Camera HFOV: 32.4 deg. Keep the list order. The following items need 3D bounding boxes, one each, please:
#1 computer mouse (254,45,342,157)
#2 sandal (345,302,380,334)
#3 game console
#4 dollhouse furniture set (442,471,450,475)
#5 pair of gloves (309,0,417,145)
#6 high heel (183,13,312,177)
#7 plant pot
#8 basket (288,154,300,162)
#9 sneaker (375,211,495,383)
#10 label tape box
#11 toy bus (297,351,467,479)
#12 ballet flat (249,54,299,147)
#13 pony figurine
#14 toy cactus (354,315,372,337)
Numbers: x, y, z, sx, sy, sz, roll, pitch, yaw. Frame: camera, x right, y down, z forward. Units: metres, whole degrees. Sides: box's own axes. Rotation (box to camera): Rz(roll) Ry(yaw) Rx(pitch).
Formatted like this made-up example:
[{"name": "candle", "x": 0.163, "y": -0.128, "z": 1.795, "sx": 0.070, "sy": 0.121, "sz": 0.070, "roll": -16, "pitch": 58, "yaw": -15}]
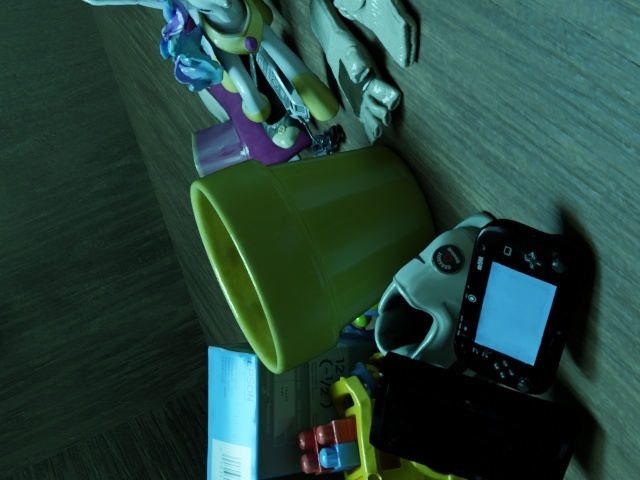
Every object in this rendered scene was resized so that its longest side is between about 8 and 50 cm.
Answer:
[{"name": "computer mouse", "x": -0.030, "y": -0.203, "z": 1.538, "sx": 0.193, "sy": 0.042, "sz": 0.106, "roll": 59, "pitch": 170, "yaw": 5}, {"name": "sandal", "x": -0.004, "y": 0.049, "z": 1.578, "sx": 0.317, "sy": 0.126, "sz": 0.138, "roll": 28, "pitch": 157, "yaw": 37}, {"name": "game console", "x": 0.166, "y": 0.120, "z": 1.096, "sx": 0.213, "sy": 0.044, "sz": 0.361, "roll": 16, "pitch": 133, "yaw": 12}, {"name": "dollhouse furniture set", "x": 0.180, "y": 0.364, "z": 1.586, "sx": 0.183, "sy": 0.129, "sz": 0.129, "roll": -83, "pitch": -25, "yaw": -67}, {"name": "pair of gloves", "x": 0.034, "y": -0.239, "z": 1.229, "sx": 0.204, "sy": 0.042, "sz": 0.240, "roll": 61, "pitch": 165, "yaw": 21}, {"name": "high heel", "x": -0.116, "y": -0.254, "z": 1.759, "sx": 0.127, "sy": 0.181, "sz": 0.377, "roll": 63, "pitch": -165, "yaw": -56}, {"name": "plant pot", "x": 0.000, "y": 0.000, "z": 1.340, "sx": 0.254, "sy": 0.239, "sz": 0.254, "roll": 60, "pitch": 166, "yaw": 26}, {"name": "basket", "x": -0.093, "y": -0.099, "z": 1.815, "sx": 0.113, "sy": 0.103, "sz": 0.167, "roll": 61, "pitch": 165, "yaw": 18}, {"name": "sneaker", "x": 0.124, "y": 0.098, "z": 1.248, "sx": 0.122, "sy": 0.146, "sz": 0.330, "roll": 56, "pitch": 165, "yaw": 31}, {"name": "label tape box", "x": 0.008, "y": 0.262, "z": 1.540, "sx": 0.115, "sy": 0.348, "sz": 0.249, "roll": 1, "pitch": 91, "yaw": 48}, {"name": "toy bus", "x": 0.075, "y": 0.231, "z": 1.433, "sx": 0.149, "sy": 0.212, "sz": 0.220, "roll": 122, "pitch": 145, "yaw": -67}, {"name": "ballet flat", "x": -0.074, "y": -0.210, "z": 1.608, "sx": 0.049, "sy": 0.058, "sz": 0.173, "roll": 35, "pitch": -147, "yaw": -63}, {"name": "pony figurine", "x": -0.139, "y": -0.321, "z": 1.353, "sx": 0.351, "sy": 0.303, "sz": 0.363, "roll": 57, "pitch": -177, "yaw": 28}, {"name": "toy cactus", "x": -0.004, "y": 0.053, "z": 1.695, "sx": 0.219, "sy": 0.112, "sz": 0.180, "roll": 32, "pitch": 126, "yaw": 30}]
